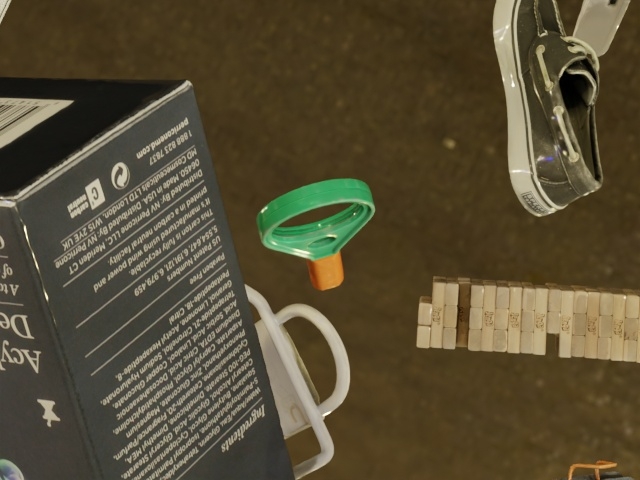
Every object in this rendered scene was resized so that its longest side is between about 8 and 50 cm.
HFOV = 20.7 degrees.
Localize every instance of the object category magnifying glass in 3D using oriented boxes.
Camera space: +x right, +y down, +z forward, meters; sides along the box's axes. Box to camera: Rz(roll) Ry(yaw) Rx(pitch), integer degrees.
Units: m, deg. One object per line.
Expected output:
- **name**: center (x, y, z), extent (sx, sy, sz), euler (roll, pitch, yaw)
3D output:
- **magnifying glass**: center (0.000, 0.000, 1.409), extent (0.092, 0.026, 0.231), euler (-17, 165, -2)

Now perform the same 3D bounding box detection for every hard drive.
- **hard drive**: center (0.318, -0.358, 1.703), extent (0.040, 0.307, 0.203), euler (19, 154, 3)

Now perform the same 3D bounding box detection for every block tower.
- **block tower**: center (0.298, 0.104, 2.320), extent (0.336, 0.090, 0.097), euler (3, -174, 4)

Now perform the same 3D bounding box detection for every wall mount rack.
- **wall mount rack**: center (-0.130, 0.127, 1.785), extent (0.350, 0.130, 0.304), euler (-36, 78, 52)

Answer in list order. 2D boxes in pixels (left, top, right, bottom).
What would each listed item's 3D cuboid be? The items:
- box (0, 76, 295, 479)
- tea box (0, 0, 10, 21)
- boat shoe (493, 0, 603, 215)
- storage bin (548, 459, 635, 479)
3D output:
- **box**: center (-0.223, 0.090, 1.357), extent (0.294, 0.212, 0.395), euler (4, 120, 34)
- **tea box**: center (-0.414, -0.310, 1.530), extent (0.329, 0.323, 0.220), euler (28, 144, -15)
- **boat shoe**: center (0.190, -0.124, 1.395), extent (0.070, 0.219, 0.078), euler (-23, 146, 33)
- **storage bin**: center (0.209, 0.205, 1.210), extent (0.135, 0.098, 0.091), euler (1, -179, -45)
